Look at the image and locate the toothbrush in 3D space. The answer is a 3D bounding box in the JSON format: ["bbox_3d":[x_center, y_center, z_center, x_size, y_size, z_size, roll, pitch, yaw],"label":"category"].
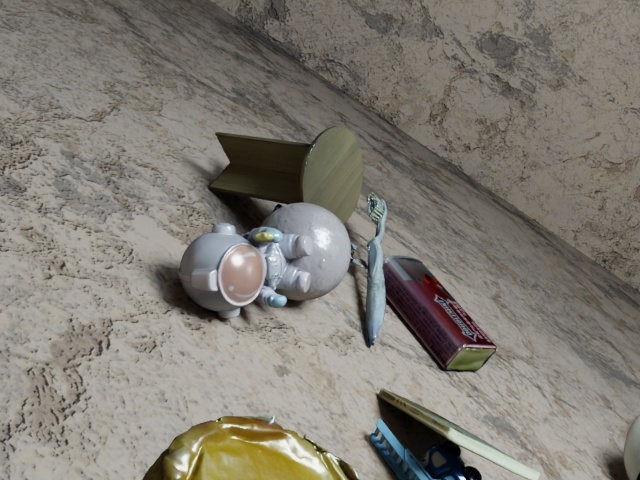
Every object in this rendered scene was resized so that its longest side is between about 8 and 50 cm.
[{"bbox_3d":[0.095,0.038,1.223,0.042,0.035,0.413,35,31,-19],"label":"toothbrush"}]

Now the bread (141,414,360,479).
[{"bbox_3d":[-0.040,0.257,0.503,0.227,0.142,0.253,20,23,-31],"label":"bread"}]

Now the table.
[{"bbox_3d":[-0.067,-0.116,1.176,0.227,0.167,0.167,13,7,34],"label":"table"}]

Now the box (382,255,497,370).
[{"bbox_3d":[0.196,0.126,1.228,0.120,0.069,0.224,13,31,-45],"label":"box"}]

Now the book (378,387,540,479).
[{"bbox_3d":[0.166,0.239,0.886,0.139,0.016,0.199,29,-7,-16],"label":"book"}]

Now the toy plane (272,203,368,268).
[{"bbox_3d":[0.001,0.000,1.231,0.197,0.053,0.078,29,13,-4],"label":"toy plane"}]

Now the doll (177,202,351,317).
[{"bbox_3d":[-0.076,0.027,0.958,0.151,0.151,0.287,44,29,23],"label":"doll"}]

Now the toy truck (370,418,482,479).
[{"bbox_3d":[0.124,0.266,0.843,0.074,0.063,0.136,-4,36,-36],"label":"toy truck"}]

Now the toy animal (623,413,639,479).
[{"bbox_3d":[0.590,0.373,1.085,0.251,0.251,0.310,40,11,13],"label":"toy animal"}]
